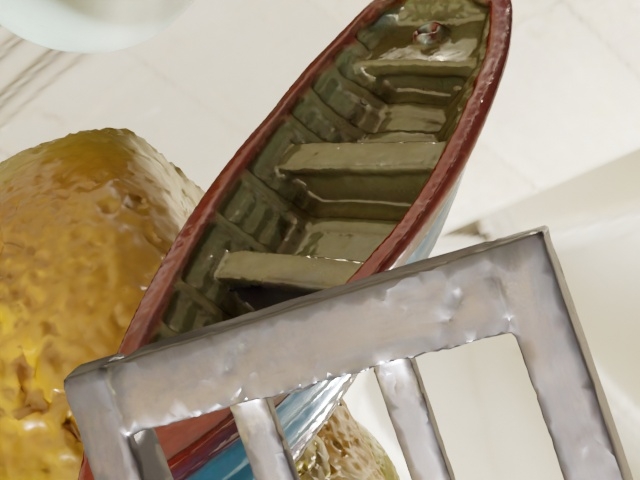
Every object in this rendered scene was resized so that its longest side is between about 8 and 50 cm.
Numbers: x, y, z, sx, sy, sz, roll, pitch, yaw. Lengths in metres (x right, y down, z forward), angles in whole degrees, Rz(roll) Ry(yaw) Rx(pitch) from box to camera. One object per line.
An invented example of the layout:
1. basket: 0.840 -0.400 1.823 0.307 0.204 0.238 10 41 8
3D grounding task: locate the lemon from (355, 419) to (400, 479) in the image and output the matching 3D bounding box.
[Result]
1. lemon: -0.012 0.241 1.217 0.180 0.181 0.193 -21 -70 -57

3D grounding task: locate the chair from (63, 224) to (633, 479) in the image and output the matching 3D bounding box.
1. chair: 0.086 0.200 0.558 0.240 0.203 0.416 -25 -82 -69

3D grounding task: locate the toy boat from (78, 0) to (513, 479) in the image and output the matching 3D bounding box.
1. toy boat: 0.000 0.000 0.679 0.392 0.136 0.079 -60 -41 -39

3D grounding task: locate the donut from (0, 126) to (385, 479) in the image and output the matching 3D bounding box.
1. donut: -0.097 0.085 0.890 0.377 0.163 0.435 60 -175 27

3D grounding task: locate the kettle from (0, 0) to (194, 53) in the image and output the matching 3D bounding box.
1. kettle: -0.135 -0.314 1.111 0.377 0.361 0.250 179 74 -79
